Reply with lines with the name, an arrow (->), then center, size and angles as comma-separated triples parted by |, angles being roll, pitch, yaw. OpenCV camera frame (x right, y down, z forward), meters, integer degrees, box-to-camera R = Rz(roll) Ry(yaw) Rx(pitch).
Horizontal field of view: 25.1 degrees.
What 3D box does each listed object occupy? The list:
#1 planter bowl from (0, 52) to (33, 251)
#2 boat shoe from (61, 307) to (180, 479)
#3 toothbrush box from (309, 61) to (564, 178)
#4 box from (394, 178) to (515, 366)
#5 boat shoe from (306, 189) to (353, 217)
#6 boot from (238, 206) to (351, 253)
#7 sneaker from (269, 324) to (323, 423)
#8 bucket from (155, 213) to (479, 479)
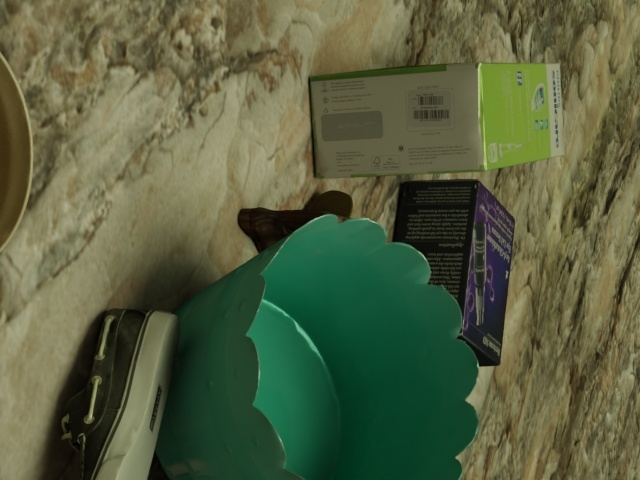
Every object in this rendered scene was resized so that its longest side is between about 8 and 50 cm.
planter bowl -> -0.280, -0.059, 0.932 | 0.162, 0.109, 0.162 | 1, 89, -64
boat shoe -> -0.174, 0.154, 1.186 | 0.078, 0.070, 0.219 | 85, 15, -54
toothbrush box -> 0.142, -0.142, 1.666 | 0.283, 0.206, 0.122 | -11, 99, -62
box -> 0.166, 0.043, 1.818 | 0.153, 0.108, 0.207 | 35, 58, -59
boat shoe -> 0.000, 0.000, 1.565 | 0.045, 0.050, 0.135 | 97, 15, -46
boot -> -0.012, -0.004, 1.457 | 0.106, 0.114, 0.037 | 39, 56, -57
sneaker -> 0.007, 0.150, 1.511 | 0.267, 0.101, 0.106 | 19, 71, -62
bucket -> -0.010, 0.133, 1.293 | 0.281, 0.183, 0.281 | 17, 63, -37
